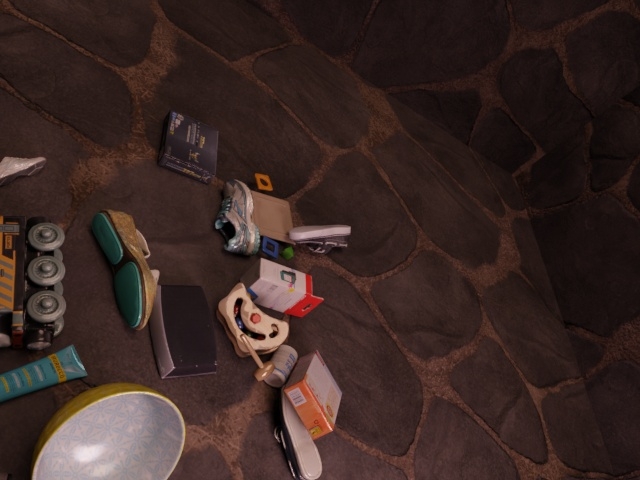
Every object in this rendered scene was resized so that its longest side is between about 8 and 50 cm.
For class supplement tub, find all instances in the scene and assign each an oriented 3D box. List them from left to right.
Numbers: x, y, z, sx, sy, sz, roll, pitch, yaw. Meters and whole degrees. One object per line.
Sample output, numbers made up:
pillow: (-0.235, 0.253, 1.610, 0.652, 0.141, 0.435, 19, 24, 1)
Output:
supplement tub: (-0.115, 0.360, 1.515, 0.071, 0.071, 0.107, 41, 40, -9)

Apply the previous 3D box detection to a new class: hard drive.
hard drive: (-0.362, 0.232, 1.407, 0.172, 0.054, 0.254, 6, 55, -39)

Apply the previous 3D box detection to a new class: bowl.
bowl: (-0.444, 0.404, 1.084, 0.290, 0.289, 0.156, 6, 12, -40)

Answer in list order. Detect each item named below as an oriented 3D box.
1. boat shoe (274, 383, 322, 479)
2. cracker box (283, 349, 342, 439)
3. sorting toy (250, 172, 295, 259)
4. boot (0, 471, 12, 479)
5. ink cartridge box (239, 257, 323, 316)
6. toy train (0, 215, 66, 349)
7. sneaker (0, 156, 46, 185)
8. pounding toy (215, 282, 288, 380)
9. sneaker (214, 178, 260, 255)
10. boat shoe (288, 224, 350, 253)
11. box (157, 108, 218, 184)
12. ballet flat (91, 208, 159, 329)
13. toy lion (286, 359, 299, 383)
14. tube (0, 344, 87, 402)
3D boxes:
boat shoe: (-0.069, 0.516, 1.420, 0.095, 0.079, 0.254, 0, 61, -46)
cracker box: (-0.016, 0.418, 1.460, 0.155, 0.067, 0.232, 60, 12, -2)
sorting toy: (-0.177, -0.077, 1.844, 0.196, 0.047, 0.347, 18, 49, -40)
boot: (-0.668, 0.397, 0.963, 0.223, 0.118, 0.338, 33, 52, -22)
ink cartridge box: (-0.119, 0.151, 1.635, 0.231, 0.134, 0.077, 22, 45, -29)
toy train: (-0.679, 0.090, 1.185, 0.191, 0.142, 0.333, 0, 59, -28)
sneaker: (-0.790, -0.196, 1.376, 0.061, 0.053, 0.152, 47, 39, 3)
pounding toy: (-0.172, 0.237, 1.468, 0.154, 0.155, 0.269, -26, 76, -25)
sneaker: (-0.282, -0.084, 1.707, 0.122, 0.110, 0.282, 2, 57, -38)
boat shoe: (0.000, 0.000, 1.898, 0.301, 0.108, 0.102, -6, 101, -53)
box: (-0.443, -0.318, 1.790, 0.184, 0.059, 0.232, 22, 46, -30)
ballet flat: (-0.490, 0.066, 1.389, 0.123, 0.123, 0.348, -8, 63, -46)
toy lion: (-0.058, 0.406, 1.564, 0.100, 0.034, 0.096, 50, 31, 2)
tube: (-0.615, 0.292, 1.138, 0.207, 0.052, 0.080, -16, 76, -54)
